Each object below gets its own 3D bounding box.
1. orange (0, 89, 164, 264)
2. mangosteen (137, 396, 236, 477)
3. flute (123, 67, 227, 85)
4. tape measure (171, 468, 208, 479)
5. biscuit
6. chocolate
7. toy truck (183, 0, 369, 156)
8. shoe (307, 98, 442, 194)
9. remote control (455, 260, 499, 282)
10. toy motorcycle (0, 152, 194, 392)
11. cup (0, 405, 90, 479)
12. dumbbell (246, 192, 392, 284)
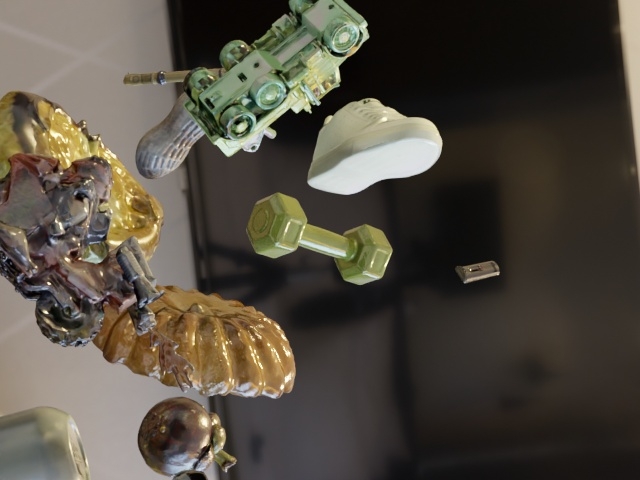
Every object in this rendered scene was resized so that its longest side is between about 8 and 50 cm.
[{"bbox_3d":[-0.433,-0.061,1.862,0.369,0.210,0.271,46,16,-43],"label":"orange"},{"bbox_3d":[-0.276,0.396,2.288,0.184,0.172,0.173,10,69,-49],"label":"mangosteen"},{"bbox_3d":[-0.224,-0.271,1.882,0.027,0.233,0.027,0,90,-67],"label":"flute"},{"bbox_3d":[-0.182,0.376,1.646,0.091,0.054,0.094,66,-24,23],"label":"tape measure"},{"bbox_3d":[-0.186,0.140,1.705,0.326,0.325,0.107,-69,177,-83],"label":"biscuit"},{"bbox_3d":[-0.217,-0.161,1.721,0.072,0.167,0.072,43,5,-5],"label":"chocolate"},{"bbox_3d":[-0.051,-0.225,1.568,0.128,0.259,0.135,50,3,40],"label":"toy truck"},{"bbox_3d":[0.062,-0.133,1.408,0.265,0.095,0.110,-19,-121,60],"label":"shoe"},{"bbox_3d":[0.264,0.049,1.897,0.034,0.091,0.016,58,-46,23],"label":"remote control"},{"bbox_3d":[-0.293,0.029,1.442,0.401,0.207,0.134,49,-27,9],"label":"toy motorcycle"},{"bbox_3d":[-0.554,0.402,1.908,0.205,0.312,0.206,164,-90,-84],"label":"cup"},{"bbox_3d":[0.000,0.000,2.186,0.108,0.302,0.121,22,-86,51],"label":"dumbbell"}]
